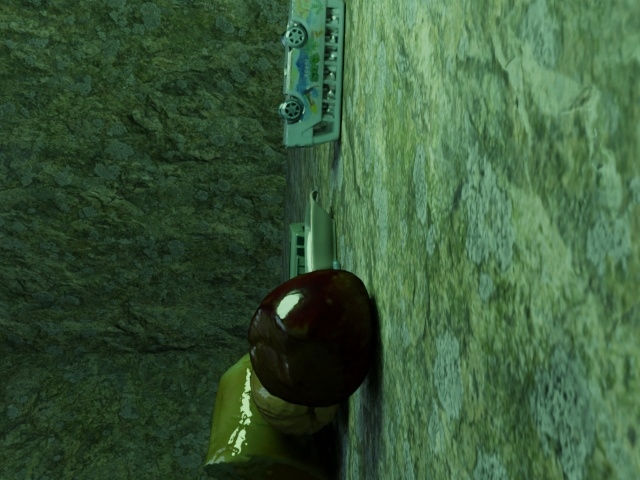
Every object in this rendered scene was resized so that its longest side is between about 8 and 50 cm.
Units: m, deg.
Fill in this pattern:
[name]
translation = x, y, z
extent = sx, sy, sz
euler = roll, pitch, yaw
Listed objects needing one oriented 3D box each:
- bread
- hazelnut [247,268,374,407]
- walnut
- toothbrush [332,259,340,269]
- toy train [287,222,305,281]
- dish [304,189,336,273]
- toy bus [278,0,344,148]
[bread]
translation = -0.088, 0.399, 1.709
extent = 0.210, 0.300, 0.341
euler = -28, 38, 33
[hazelnut]
translation = 0.001, 0.160, 1.215
extent = 0.234, 0.218, 0.218
euler = 125, 150, -46
[walnut]
translation = -0.048, 0.290, 1.541
extent = 0.213, 0.213, 0.213
euler = -179, 90, -84
[toothbrush]
translation = 0.041, 0.113, 1.565
extent = 0.220, 0.016, 0.019
euler = -97, 11, -53
[toy train]
translation = -0.050, 0.150, 2.158
extent = 0.088, 0.086, 0.407
euler = -113, 24, -62
[dish]
translation = 0.000, 0.000, 1.759
extent = 0.154, 0.064, 0.234
euler = 104, 164, -67
[toy bus]
translation = -0.020, -0.367, 1.660
extent = 0.109, 0.135, 0.330
euler = -130, 42, -78
